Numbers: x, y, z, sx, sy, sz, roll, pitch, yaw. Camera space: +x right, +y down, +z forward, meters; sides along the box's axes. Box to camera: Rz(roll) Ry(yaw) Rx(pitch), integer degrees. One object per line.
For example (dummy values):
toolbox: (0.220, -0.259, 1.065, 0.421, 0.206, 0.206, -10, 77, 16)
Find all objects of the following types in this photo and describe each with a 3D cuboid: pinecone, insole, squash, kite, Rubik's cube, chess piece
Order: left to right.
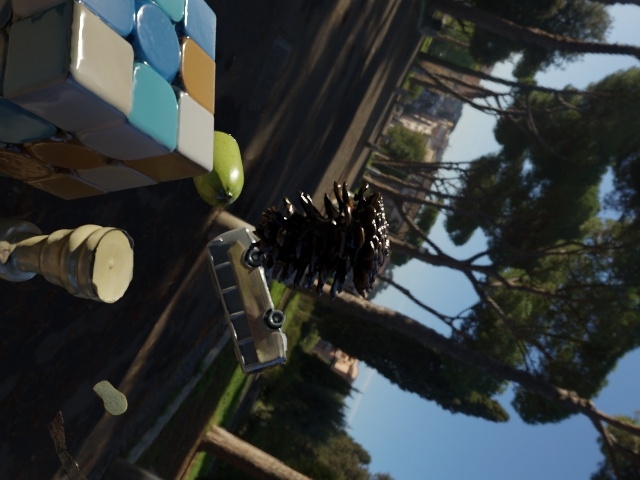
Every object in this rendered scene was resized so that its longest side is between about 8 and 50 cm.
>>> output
chess piece: (-0.456, 0.015, 0.774, 0.139, 0.306, 0.124, -80, 178, -70)
kite: (-0.390, 0.321, 0.791, 0.005, 0.152, 0.138, -18, 115, -44)
Rubik's cube: (-0.405, -0.295, 0.858, 0.344, 0.346, 0.347, 34, 52, -67)
insole: (-0.618, 0.460, 1.515, 0.064, 0.188, 0.004, -32, 125, -32)
squash: (-0.264, -0.174, 1.315, 0.247, 0.132, 0.133, -109, -144, -54)
pinecone: (0.000, -0.003, 1.050, 0.246, 0.291, 0.247, 179, -90, -86)

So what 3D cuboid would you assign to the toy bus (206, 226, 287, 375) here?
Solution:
toy bus: (-0.174, 0.142, 1.233, 0.137, 0.343, 0.097, -17, 161, -14)
